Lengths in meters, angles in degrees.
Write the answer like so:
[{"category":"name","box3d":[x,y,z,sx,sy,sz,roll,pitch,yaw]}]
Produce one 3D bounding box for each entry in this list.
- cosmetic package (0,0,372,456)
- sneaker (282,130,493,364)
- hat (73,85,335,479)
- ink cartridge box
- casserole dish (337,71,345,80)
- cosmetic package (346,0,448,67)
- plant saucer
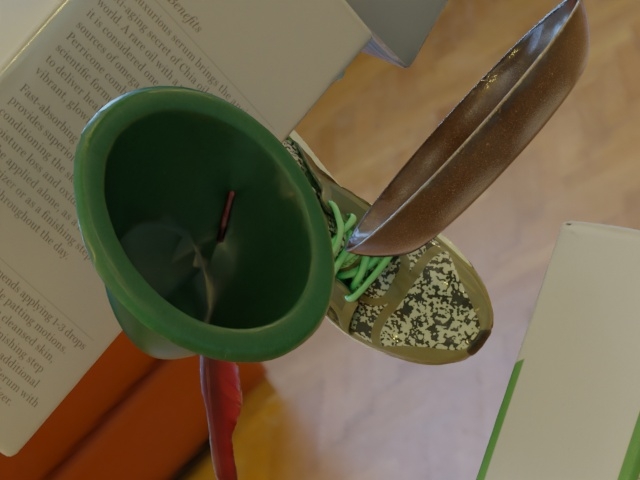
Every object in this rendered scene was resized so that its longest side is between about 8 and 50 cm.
[{"category":"cosmetic package","box3d":[-0.199,-0.086,1.346,0.453,0.230,0.161,-49,35,-10]},{"category":"sneaker","box3d":[0.000,0.000,1.808,0.158,0.410,0.182,-55,-6,7]},{"category":"hat","box3d":[-0.105,0.038,1.050,0.173,0.208,0.183,-2,-26,-37]},{"category":"ink cartridge box","box3d":[0.248,0.130,1.086,0.117,0.278,0.201,12,80,50]},{"category":"casserole dish","box3d":[-0.057,-0.239,2.020,0.114,0.188,0.037,103,-176,-63]},{"category":"cosmetic package","box3d":[-0.039,-0.321,1.589,0.365,0.155,0.197,27,83,39]},{"category":"plant saucer","box3d":[0.141,-0.092,1.531,0.310,0.050,0.310,-47,4,5]}]
